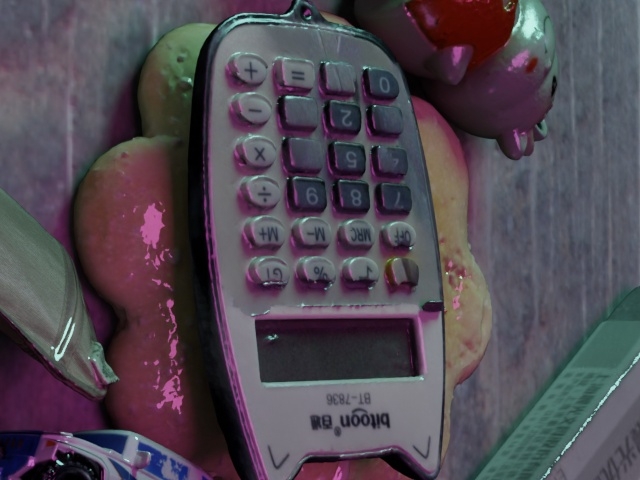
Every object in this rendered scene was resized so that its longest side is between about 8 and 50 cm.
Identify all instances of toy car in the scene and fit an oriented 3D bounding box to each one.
[{"bbox_3d":[-0.100,0.137,0.924,0.171,0.080,0.070,35,61,-37],"label":"toy car"}]

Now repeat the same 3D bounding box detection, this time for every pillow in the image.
[{"bbox_3d":[-0.176,-0.017,0.853,0.232,0.038,0.130,46,10,-30],"label":"pillow"}]

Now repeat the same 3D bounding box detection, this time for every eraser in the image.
[{"bbox_3d":[0.165,0.153,1.210,0.352,0.061,0.089,-45,116,-38],"label":"eraser"}]

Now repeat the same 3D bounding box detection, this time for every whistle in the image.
[{"bbox_3d":[0.077,-0.147,1.128,0.106,0.102,0.253,-39,123,4],"label":"whistle"}]

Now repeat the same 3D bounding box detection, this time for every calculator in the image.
[{"bbox_3d":[0.000,0.000,0.998,0.177,0.040,0.268,4,82,-45],"label":"calculator"}]

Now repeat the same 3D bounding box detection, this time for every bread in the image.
[{"bbox_3d":[-0.007,0.015,1.057,0.316,0.054,0.316,4,84,-44],"label":"bread"}]
